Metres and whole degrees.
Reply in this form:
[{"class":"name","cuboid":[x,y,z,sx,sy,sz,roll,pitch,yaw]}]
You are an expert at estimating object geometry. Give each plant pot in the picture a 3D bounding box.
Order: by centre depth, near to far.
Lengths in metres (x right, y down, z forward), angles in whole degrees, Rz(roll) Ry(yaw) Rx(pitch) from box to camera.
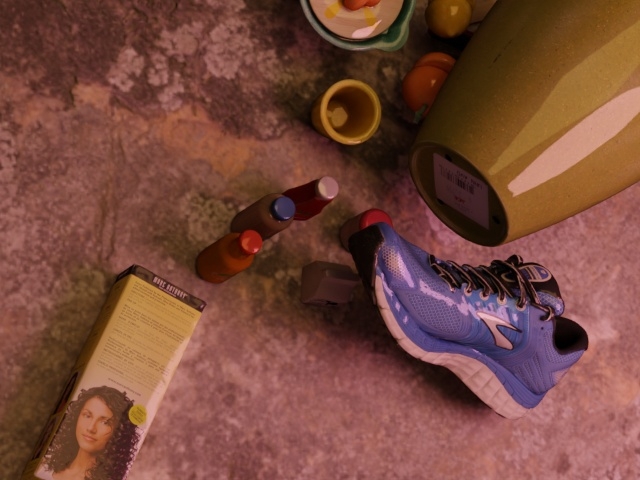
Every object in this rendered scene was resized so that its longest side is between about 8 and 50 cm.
[{"class":"plant pot","cuboid":[0.236,-0.136,1.672,0.293,0.275,0.275,-41,96,-24]}]

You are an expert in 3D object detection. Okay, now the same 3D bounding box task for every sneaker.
[{"class":"sneaker","cuboid":[0.157,0.057,1.628,0.330,0.147,0.130,33,24,-41]}]

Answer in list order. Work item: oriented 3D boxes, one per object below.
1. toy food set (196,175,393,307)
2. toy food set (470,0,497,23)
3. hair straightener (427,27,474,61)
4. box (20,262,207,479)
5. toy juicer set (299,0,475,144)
[{"class":"toy food set","cuboid":[0.000,0.000,1.646,0.232,0.104,0.111,11,72,-23]},{"class":"toy food set","cuboid":[0.152,-0.343,1.849,0.132,0.038,0.192,-19,85,-29]},{"class":"hair straightener","cuboid":[0.218,-0.171,1.840,0.230,0.047,0.089,21,68,-24]},{"class":"box","cuboid":[-0.197,0.143,1.540,0.087,0.058,0.232,29,65,-16]},{"class":"toy juicer set","cuboid":[0.071,-0.276,1.712,0.209,0.089,0.329,-11,94,-18]}]
